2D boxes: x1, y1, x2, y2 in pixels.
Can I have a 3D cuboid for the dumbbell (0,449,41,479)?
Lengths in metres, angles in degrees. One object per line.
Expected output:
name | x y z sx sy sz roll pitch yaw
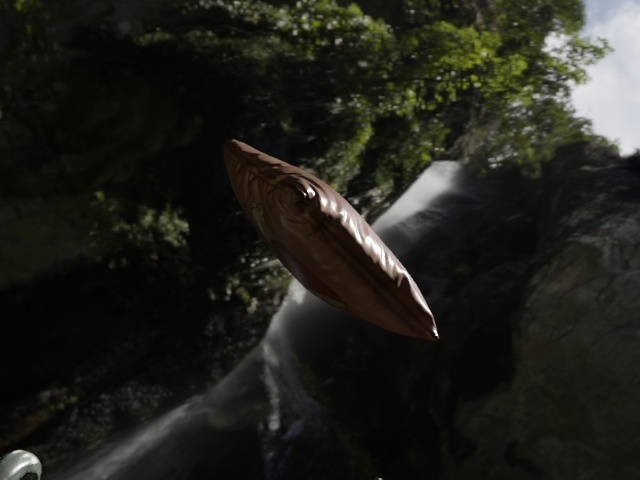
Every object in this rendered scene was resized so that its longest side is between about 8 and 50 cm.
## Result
dumbbell | -0.137 0.180 0.500 0.254 0.081 0.081 27 -62 8

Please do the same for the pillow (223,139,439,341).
pillow | 0.000 0.000 0.909 0.223 0.084 0.236 52 -9 -28

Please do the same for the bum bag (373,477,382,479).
bum bag | 0.081 0.393 1.170 0.060 0.232 0.106 -4 -76 -2
